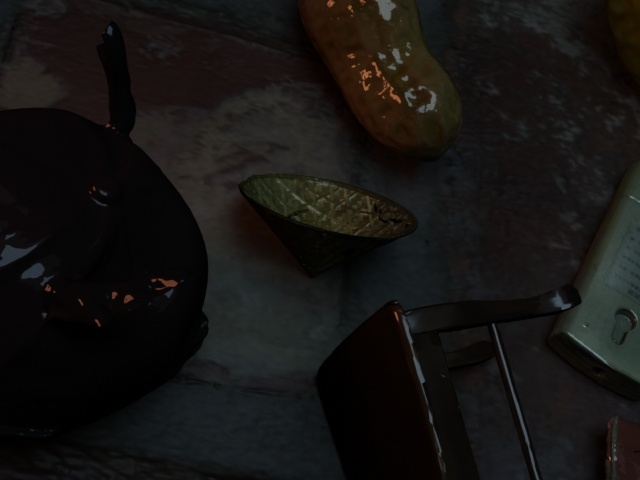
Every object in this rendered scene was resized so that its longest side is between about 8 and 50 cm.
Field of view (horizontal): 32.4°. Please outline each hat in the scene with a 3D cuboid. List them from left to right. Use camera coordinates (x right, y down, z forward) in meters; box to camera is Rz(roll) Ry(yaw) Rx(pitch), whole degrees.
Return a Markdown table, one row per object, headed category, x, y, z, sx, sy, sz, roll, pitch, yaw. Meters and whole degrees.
| category | x | y | z | sx | sy | sz | roll | pitch | yaw |
| --- | --- | --- | --- | --- | --- | --- | --- | --- | --- |
| hat | -0.210 | -0.022 | 0.706 | 0.336 | 0.209 | 0.238 | 19 | 39 | -12 |
| hat | 0.000 | 0.000 | 0.883 | 0.146 | 0.067 | 0.146 | 12 | 17 | -4 |

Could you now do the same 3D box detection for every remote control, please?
| category | x | y | z | sx | sy | sz | roll | pitch | yaw |
| --- | --- | --- | --- | --- | --- | --- | --- | --- | --- |
| remote control | 0.284 | 0.028 | 0.980 | 0.098 | 0.038 | 0.233 | 32 | 57 | 0 |

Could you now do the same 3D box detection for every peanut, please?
| category | x | y | z | sx | sy | sz | roll | pitch | yaw |
| --- | --- | --- | --- | --- | --- | --- | --- | --- | --- |
| peanut | 0.051 | -0.168 | 0.963 | 0.095 | 0.108 | 0.226 | -20 | 73 | -19 |

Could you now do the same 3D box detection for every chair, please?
| category | x | y | z | sx | sy | sz | roll | pitch | yaw |
| --- | --- | --- | --- | --- | --- | --- | --- | --- | --- |
| chair | 0.039 | 0.151 | 0.757 | 0.319 | 0.160 | 0.186 | -7 | 71 | -24 |

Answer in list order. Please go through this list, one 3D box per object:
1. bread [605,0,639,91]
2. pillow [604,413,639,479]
| category | x | y | z | sx | sy | sz | roll | pitch | yaw |
| --- | --- | --- | --- | --- | --- | --- | --- | --- | --- |
| bread | 0.459 | -0.267 | 1.041 | 0.307 | 0.348 | 0.348 | -30 | 76 | -24 |
| pillow | 0.327 | 0.226 | 0.884 | 0.232 | 0.043 | 0.126 | 20 | 57 | -10 |
